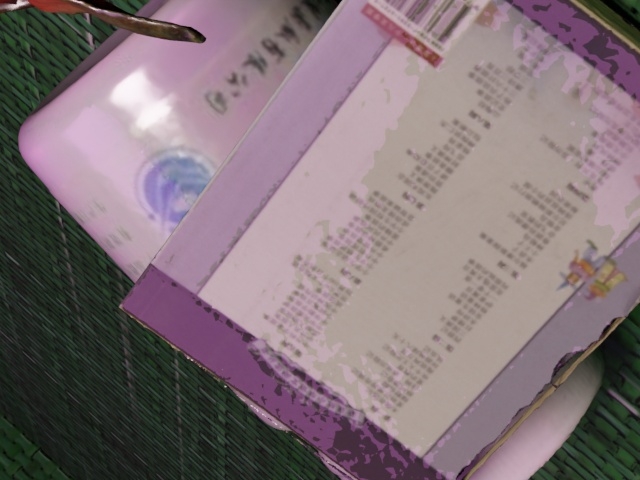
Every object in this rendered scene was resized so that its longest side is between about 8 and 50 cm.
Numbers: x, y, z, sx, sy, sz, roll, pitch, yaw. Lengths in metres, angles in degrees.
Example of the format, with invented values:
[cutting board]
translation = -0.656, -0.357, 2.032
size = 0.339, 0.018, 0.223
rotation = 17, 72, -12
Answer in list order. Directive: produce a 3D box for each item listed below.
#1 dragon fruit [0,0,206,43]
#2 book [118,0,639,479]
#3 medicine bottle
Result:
[dragon fruit]
translation = -0.114, -0.171, 0.712
size = 0.274, 0.192, 0.193
rotation = 7, -162, 5
[book]
translation = 0.042, -0.005, 0.758
size = 0.157, 0.026, 0.231
rotation = 38, 124, -2
[medicine bottle]
translation = 0.000, 0.000, 0.878
size = 0.254, 0.152, 0.152
rotation = 49, 161, -9
